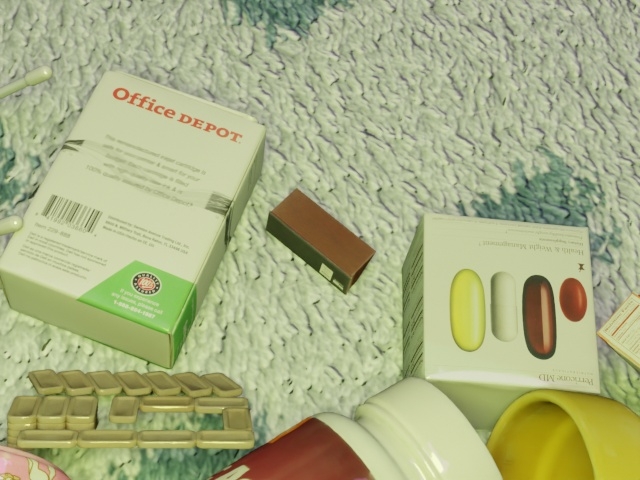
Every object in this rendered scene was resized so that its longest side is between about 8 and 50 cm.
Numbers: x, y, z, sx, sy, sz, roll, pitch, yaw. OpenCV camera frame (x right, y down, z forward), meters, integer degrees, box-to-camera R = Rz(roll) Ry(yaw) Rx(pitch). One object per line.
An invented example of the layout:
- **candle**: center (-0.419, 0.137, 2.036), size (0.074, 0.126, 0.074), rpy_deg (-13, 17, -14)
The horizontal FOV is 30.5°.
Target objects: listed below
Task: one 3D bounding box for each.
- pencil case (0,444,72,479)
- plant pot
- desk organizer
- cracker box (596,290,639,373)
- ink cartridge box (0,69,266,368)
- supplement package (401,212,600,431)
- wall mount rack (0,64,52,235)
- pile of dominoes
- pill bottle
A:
- **pencil case**: center (-0.339, 0.387, 1.082), size (0.167, 0.160, 0.386), rpy_deg (-13, 48, 24)
- **plant pot**: center (0.317, 0.291, 1.205), size (0.239, 0.254, 0.254), rpy_deg (9, 61, -20)
- **desk organizer**: center (0.000, 0.000, 1.415), size (0.130, 0.047, 0.050), rpy_deg (39, 63, 13)
- **cracker box**: center (0.405, 0.159, 1.194), size (0.156, 0.232, 0.067), rpy_deg (38, 95, -30)
- **ink cartridge box**: center (-0.209, -0.028, 1.362), size (0.211, 0.121, 0.289), rpy_deg (21, 63, 5)
- **supplement package**: center (0.197, 0.097, 1.328), size (0.194, 0.149, 0.203), rpy_deg (4, 61, -4)
- **wall mount rack**: center (-0.470, -0.092, 1.358), size (0.304, 0.130, 0.350), rpy_deg (4, 63, -2)
- **pile of dominoes**: center (-0.200, 0.190, 1.247), size (0.251, 0.196, 0.040), rpy_deg (2, 104, -6)
- **pill bottle**: center (-0.022, 0.309, 1.152), size (0.392, 0.224, 0.224), rpy_deg (-29, 69, -19)
